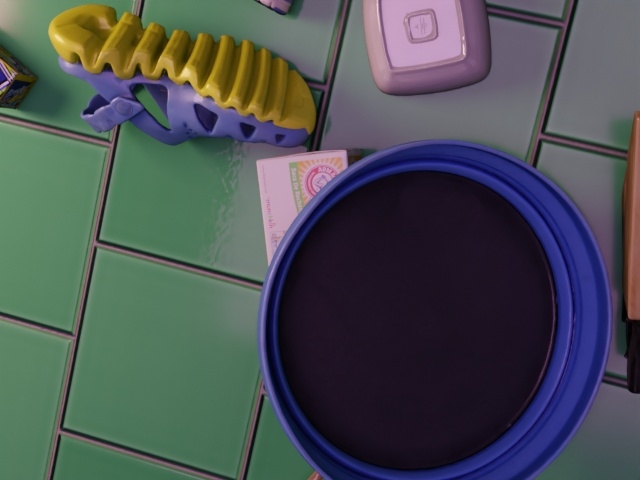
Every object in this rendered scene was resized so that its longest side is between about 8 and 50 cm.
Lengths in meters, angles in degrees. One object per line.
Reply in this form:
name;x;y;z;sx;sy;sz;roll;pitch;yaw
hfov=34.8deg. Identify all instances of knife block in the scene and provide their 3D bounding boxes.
knife block;0.354;0.031;1.031;0.088;0.276;0.242;0;66;12

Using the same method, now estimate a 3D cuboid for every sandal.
sandal;-0.159;-0.168;1.190;0.317;0.126;0.138;18;130;5

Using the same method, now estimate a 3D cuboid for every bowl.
bowl;0.119;0.090;1.084;0.391;0.077;0.391;-1;93;-16
bowl;0.116;-0.236;1.145;0.141;0.053;0.142;-7;95;13

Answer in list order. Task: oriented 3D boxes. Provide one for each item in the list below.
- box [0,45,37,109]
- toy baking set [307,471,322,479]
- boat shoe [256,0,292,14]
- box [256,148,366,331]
box;-0.436;-0.234;1.259;0.169;0.059;0.054;39;100;6
toy baking set;0.026;0.363;1.238;0.196;0.030;0.256;-26;90;10
boat shoe;-0.105;-0.331;1.181;0.183;0.066;0.066;29;96;-2
box;0.000;0.000;1.162;0.103;0.114;0.203;-6;93;12
